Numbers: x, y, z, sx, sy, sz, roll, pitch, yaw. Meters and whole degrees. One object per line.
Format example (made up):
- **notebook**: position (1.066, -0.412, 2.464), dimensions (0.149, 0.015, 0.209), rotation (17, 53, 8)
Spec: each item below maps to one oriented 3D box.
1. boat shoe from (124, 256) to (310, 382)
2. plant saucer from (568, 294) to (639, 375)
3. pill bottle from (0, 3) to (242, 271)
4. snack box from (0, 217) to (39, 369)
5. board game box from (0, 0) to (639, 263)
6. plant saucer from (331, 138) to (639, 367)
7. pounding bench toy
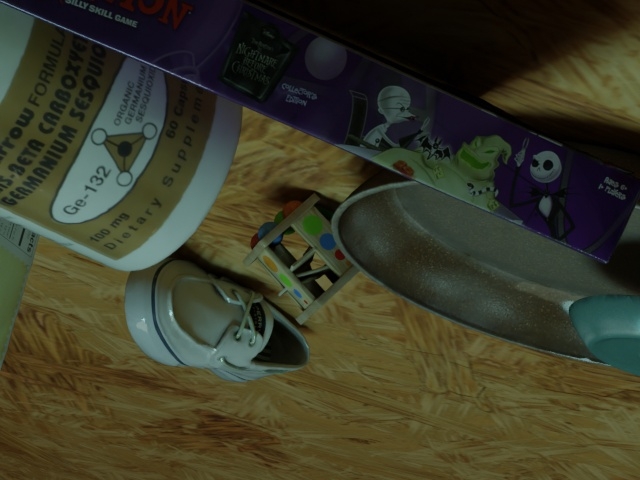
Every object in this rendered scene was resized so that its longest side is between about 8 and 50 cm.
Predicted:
- **boat shoe**: position (-0.073, 0.059, 1.488), dimensions (0.076, 0.083, 0.226), rotation (-4, 168, 20)
- **plant saucer**: position (0.207, 0.064, 1.175), dimensions (0.119, 0.021, 0.119), rotation (14, 163, 4)
- **pill bottle**: position (-0.166, -0.083, 1.010), dimensions (0.229, 0.131, 0.131), rotation (27, 159, -32)
- **snack box**: position (-0.247, 0.028, 1.099), dimensions (0.060, 0.322, 0.187), rotation (4, 159, 26)
- **board game box**: position (-0.042, -0.093, 0.887), dimensions (0.347, 0.056, 0.208), rotation (22, -177, -22)
- **plant saucer**: position (0.161, 0.009, 1.159), dimensions (0.310, 0.050, 0.310), rotation (13, 163, 4)
- **pounding bench toy**: position (0.000, 0.000, 1.270), dimensions (0.065, 0.083, 0.052), rotation (48, 158, 1)
